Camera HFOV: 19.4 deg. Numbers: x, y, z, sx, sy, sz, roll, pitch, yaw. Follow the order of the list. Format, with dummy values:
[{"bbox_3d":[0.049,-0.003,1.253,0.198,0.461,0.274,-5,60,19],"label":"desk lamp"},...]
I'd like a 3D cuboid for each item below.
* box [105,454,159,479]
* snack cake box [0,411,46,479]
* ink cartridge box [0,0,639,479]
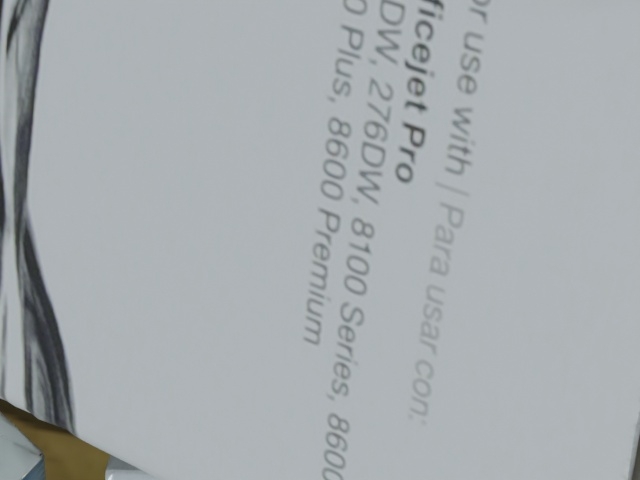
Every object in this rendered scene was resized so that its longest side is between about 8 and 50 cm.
[{"bbox_3d":[0.031,0.126,0.619,0.119,0.181,0.182,-77,-13,-66],"label":"box"},{"bbox_3d":[-0.240,0.117,1.077,0.089,0.152,0.264,-44,-5,-15],"label":"snack cake box"},{"bbox_3d":[-0.008,-0.074,0.540,0.285,0.395,0.166,-23,-52,-50],"label":"ink cartridge box"}]
